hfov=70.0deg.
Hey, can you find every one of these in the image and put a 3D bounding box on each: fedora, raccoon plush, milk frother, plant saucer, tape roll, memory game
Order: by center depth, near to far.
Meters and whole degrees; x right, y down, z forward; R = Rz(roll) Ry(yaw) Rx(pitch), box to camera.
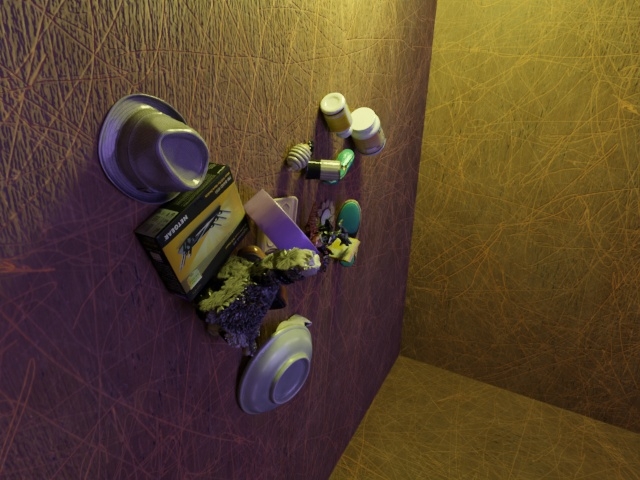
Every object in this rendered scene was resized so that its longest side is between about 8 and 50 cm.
[{"bbox_3d":[-0.357,-0.201,1.065,0.244,0.124,0.275,-70,155,-15],"label":"fedora"},{"bbox_3d":[-0.164,0.208,1.359,0.299,0.445,0.216,57,36,-41],"label":"raccoon plush"},{"bbox_3d":[-0.126,-0.032,1.453,0.090,0.275,0.275,-43,150,-3],"label":"tape roll"},{"bbox_3d":[0.011,-0.309,1.776,0.129,0.134,0.143,-97,-169,-66],"label":"milk frother"},{"bbox_3d":[-0.146,0.527,1.804,0.400,0.100,0.401,-33,137,-37],"label":"plant saucer"},{"bbox_3d":[0.019,-0.094,2.050,0.186,0.012,0.186,-40,136,-52],"label":"memory game"}]

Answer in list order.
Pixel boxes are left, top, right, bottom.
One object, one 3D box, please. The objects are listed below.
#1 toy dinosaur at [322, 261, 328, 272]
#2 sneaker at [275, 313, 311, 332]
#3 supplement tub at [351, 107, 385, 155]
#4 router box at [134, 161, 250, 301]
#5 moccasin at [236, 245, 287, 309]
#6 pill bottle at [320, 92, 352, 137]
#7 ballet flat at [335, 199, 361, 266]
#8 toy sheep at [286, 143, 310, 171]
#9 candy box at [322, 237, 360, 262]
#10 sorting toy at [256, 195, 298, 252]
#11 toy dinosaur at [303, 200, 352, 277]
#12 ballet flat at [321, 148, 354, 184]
[{"bbox_3d":[0.010,0.107,2.126,0.090,0.047,0.082,-177,-89,-82],"label":"toy dinosaur"},{"bbox_3d":[-0.112,0.375,1.912,0.212,0.094,0.080,-35,134,-55],"label":"sneaker"},{"bbox_3d":[0.211,-0.496,2.097,0.145,0.144,0.200,-69,155,-16],"label":"supplement tub"},{"bbox_3d":[-0.333,-0.027,1.256,0.309,0.080,0.243,-56,149,-37],"label":"router box"},{"bbox_3d":[-0.191,0.111,1.563,0.380,0.139,0.147,59,25,-59],"label":"moccasin"},{"bbox_3d":[0.072,-0.499,1.851,0.103,0.103,0.184,-68,154,-18],"label":"pill bottle"},{"bbox_3d":[0.133,-0.043,2.223,0.123,0.123,0.349,-35,132,-55],"label":"ballet flat"},{"bbox_3d":[-0.081,-0.297,1.655,0.132,0.091,0.091,-61,152,-19],"label":"toy sheep"},{"bbox_3d":[0.081,0.033,2.018,0.027,0.205,0.105,32,79,-35],"label":"candy box"},{"bbox_3d":[-0.162,-0.060,1.663,0.208,0.038,0.193,-16,117,-57],"label":"sorting toy"},{"bbox_3d":[0.000,0.000,1.905,0.218,0.164,0.322,-25,146,-33],"label":"toy dinosaur"},{"bbox_3d":[0.078,-0.300,1.998,0.247,0.083,0.087,-54,161,-36],"label":"ballet flat"}]
